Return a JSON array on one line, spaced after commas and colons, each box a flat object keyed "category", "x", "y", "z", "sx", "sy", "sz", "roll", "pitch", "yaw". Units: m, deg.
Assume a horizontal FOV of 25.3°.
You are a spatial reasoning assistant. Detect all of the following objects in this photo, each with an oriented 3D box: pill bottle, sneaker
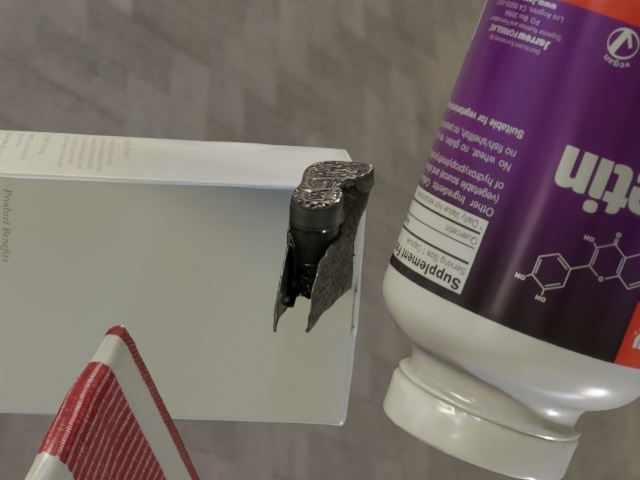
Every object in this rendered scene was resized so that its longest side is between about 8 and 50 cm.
[{"category": "pill bottle", "x": 0.152, "y": -0.022, "z": 0.889, "sx": 0.181, "sy": 0.181, "sz": 0.323, "roll": 8, "pitch": 103, "yaw": -55}, {"category": "sneaker", "x": 0.003, "y": 0.000, "z": 1.043, "sx": 0.170, "sy": 0.051, "sz": 0.089, "roll": -50, "pitch": 144, "yaw": -69}]

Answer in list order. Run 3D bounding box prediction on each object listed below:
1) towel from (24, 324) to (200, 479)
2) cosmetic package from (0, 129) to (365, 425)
[{"category": "towel", "x": -0.152, "y": 0.248, "z": 0.894, "sx": 0.329, "sy": 0.037, "sz": 0.237, "roll": -69, "pitch": 150, "yaw": -45}, {"category": "cosmetic package", "x": -0.162, "y": 0.028, "z": 1.211, "sx": 0.156, "sy": 0.385, "sz": 0.217, "roll": -114, "pitch": -151, "yaw": -71}]
